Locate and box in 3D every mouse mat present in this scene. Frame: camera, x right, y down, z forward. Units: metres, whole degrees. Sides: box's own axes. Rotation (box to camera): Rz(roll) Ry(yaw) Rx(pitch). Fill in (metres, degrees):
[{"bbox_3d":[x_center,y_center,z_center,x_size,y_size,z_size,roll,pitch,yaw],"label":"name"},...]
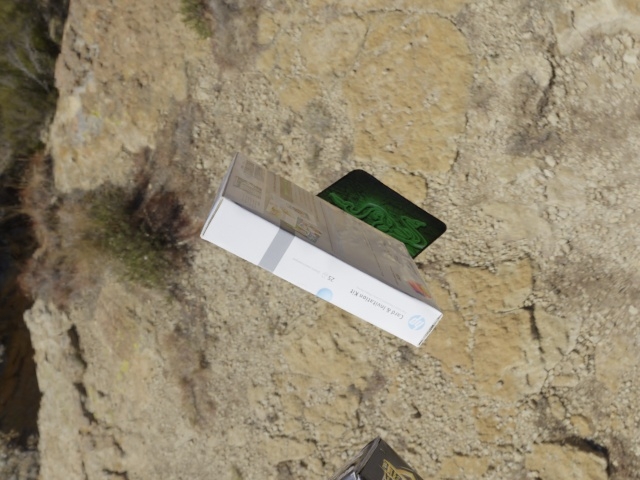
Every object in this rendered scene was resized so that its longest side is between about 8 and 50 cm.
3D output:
[{"bbox_3d":[0.072,-0.030,0.819,0.190,0.153,0.007,38,149,27],"label":"mouse mat"}]

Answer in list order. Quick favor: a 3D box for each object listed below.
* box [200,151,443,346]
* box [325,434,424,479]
[{"bbox_3d":[0.000,0.000,0.458,0.186,0.145,0.038,27,107,-14],"label":"box"},{"bbox_3d":[0.071,0.393,0.557,0.295,0.073,0.293,43,122,9],"label":"box"}]
